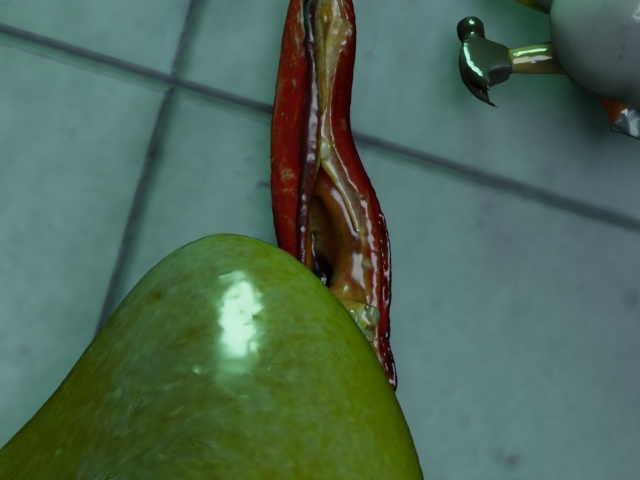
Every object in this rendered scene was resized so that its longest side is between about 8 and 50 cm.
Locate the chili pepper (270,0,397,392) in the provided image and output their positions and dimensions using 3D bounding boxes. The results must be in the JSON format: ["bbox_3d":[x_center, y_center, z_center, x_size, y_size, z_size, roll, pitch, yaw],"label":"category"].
[{"bbox_3d":[0.000,0.000,0.628,0.059,0.050,0.268,2,78,-32],"label":"chili pepper"}]

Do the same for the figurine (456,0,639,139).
[{"bbox_3d":[0.174,-0.119,0.659,0.229,0.112,0.137,-30,83,-25],"label":"figurine"}]

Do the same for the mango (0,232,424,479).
[{"bbox_3d":[-0.079,0.180,0.502,0.221,0.199,0.384,10,69,30],"label":"mango"}]
